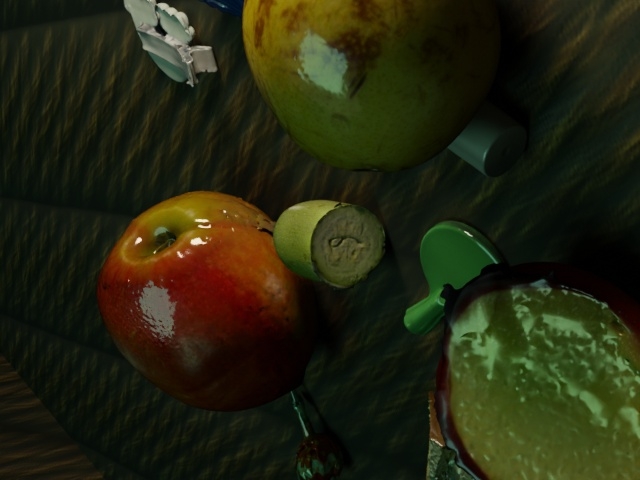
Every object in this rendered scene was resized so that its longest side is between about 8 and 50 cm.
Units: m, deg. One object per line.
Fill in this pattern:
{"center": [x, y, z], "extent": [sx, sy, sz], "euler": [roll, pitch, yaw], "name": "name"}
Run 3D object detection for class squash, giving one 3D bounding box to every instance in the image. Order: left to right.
{"center": [0.000, 0.000, 1.987], "extent": [0.187, 0.123, 0.123], "euler": [11, 128, 63], "name": "squash"}

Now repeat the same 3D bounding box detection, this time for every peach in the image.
{"center": [-0.166, 0.102, 2.199], "extent": [0.290, 0.373, 0.372], "euler": [-100, 1, -50], "name": "peach"}
{"center": [0.298, 0.172, 1.539], "extent": [0.362, 0.201, 0.257], "euler": [28, 105, 26], "name": "peach"}

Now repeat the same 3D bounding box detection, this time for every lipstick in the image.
{"center": [0.122, -0.166, 1.622], "extent": [0.254, 0.070, 0.070], "euler": [41, 150, 34], "name": "lipstick"}

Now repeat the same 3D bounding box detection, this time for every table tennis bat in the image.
{"center": [0.172, 0.065, 1.836], "extent": [0.160, 0.039, 0.257], "euler": [55, 150, 7], "name": "table tennis bat"}

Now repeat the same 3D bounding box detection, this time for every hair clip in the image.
{"center": [-0.233, -0.297, 2.161], "extent": [0.220, 0.054, 0.140], "euler": [34, 150, 47], "name": "hair clip"}

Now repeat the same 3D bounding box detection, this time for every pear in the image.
{"center": [0.053, -0.208, 1.472], "extent": [0.281, 0.281, 0.280], "euler": [42, 151, 31], "name": "pear"}

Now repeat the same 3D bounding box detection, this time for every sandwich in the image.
{"center": [0.209, 0.314, 1.979], "extent": [0.244, 0.088, 0.090], "euler": [41, 146, 34], "name": "sandwich"}

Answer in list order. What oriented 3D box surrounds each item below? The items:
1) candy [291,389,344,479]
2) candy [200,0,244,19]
{"center": [-0.039, 0.287, 2.439], "extent": [0.078, 0.084, 0.287], "euler": [-8, 104, 67], "name": "candy"}
{"center": [-0.146, -0.432, 1.821], "extent": [0.187, 0.077, 0.331], "euler": [34, 147, 29], "name": "candy"}
